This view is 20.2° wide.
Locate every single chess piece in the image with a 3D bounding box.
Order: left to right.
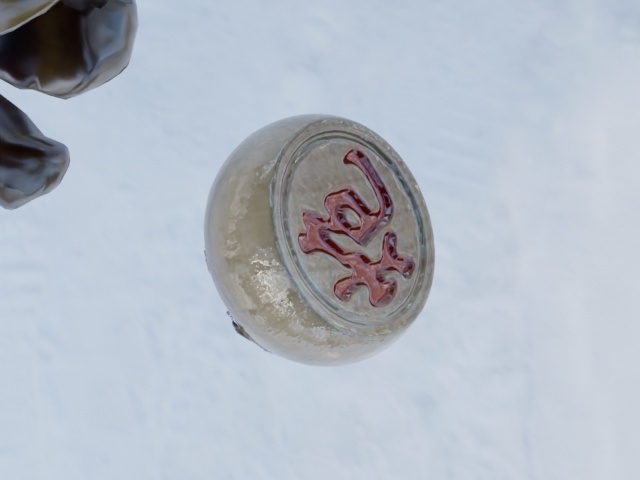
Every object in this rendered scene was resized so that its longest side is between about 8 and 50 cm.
[{"bbox_3d":[0.000,0.000,0.590,0.083,0.038,0.084,14,69,-42],"label":"chess piece"}]

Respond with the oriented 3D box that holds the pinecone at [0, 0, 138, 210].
[{"bbox_3d":[-0.147,-0.092,0.388,0.264,0.264,0.264,-4,104,-15],"label":"pinecone"}]
